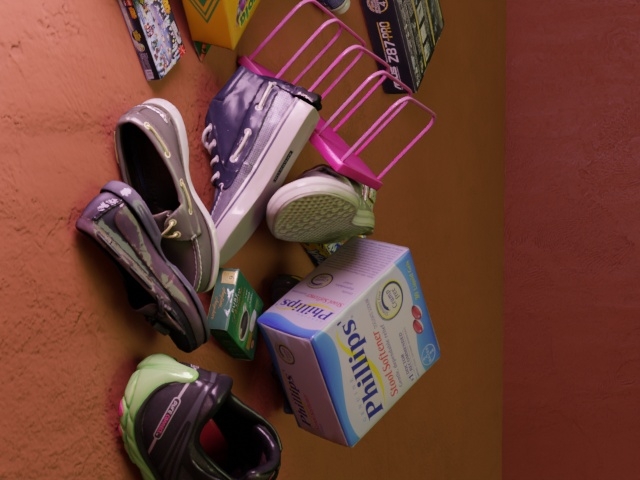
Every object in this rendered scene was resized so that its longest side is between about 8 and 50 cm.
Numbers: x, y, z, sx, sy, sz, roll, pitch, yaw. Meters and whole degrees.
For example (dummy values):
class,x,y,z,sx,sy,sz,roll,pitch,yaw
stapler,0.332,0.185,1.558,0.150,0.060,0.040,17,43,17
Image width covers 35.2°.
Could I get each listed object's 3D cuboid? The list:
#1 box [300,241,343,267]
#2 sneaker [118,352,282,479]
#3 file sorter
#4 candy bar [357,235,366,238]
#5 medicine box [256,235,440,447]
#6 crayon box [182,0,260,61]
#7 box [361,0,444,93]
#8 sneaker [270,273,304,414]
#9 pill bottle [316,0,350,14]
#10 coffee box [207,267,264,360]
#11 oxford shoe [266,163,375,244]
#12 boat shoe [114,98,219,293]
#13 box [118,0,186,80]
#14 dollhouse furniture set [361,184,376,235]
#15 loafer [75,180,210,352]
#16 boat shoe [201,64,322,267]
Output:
class,x,y,z,sx,sy,sz,roll,pitch,yaw
box,0.000,0.000,2.090,0.169,0.054,0.059,57,40,-51
sneaker,-0.152,0.379,1.569,0.185,0.202,0.482,-65,147,-42
file sorter,0.039,-0.267,1.820,0.182,0.290,0.202,-46,159,12
candy bar,0.101,0.035,2.371,0.040,0.018,0.161,-32,119,-62
medicine box,0.059,0.184,1.876,0.289,0.149,0.263,-41,126,-34
crayon box,-0.147,-0.450,1.587,0.318,0.081,0.202,82,27,-60
box,0.197,-0.608,2.472,0.395,0.097,0.318,69,33,-40
sneaker,-0.043,0.204,1.940,0.121,0.111,0.300,-46,130,-52
pill bottle,0.018,-0.518,2.095,0.120,0.067,0.067,36,59,-62
coffee box,-0.145,0.129,1.741,0.184,0.040,0.113,63,35,-66
oxford shoe,-0.004,-0.077,1.829,0.449,0.169,0.130,14,59,-76
boat shoe,-0.232,-0.052,1.494,0.091,0.109,0.305,-41,122,-59
box,-0.253,-0.324,1.527,0.094,0.027,0.137,-63,145,-47
dollhouse furniture set,0.059,-0.120,2.161,0.161,0.101,0.181,38,56,-62
loafer,-0.261,0.057,1.461,0.095,0.109,0.302,-46,128,-32
boat shoe,-0.145,-0.129,1.695,0.340,0.158,0.127,-58,169,-3
